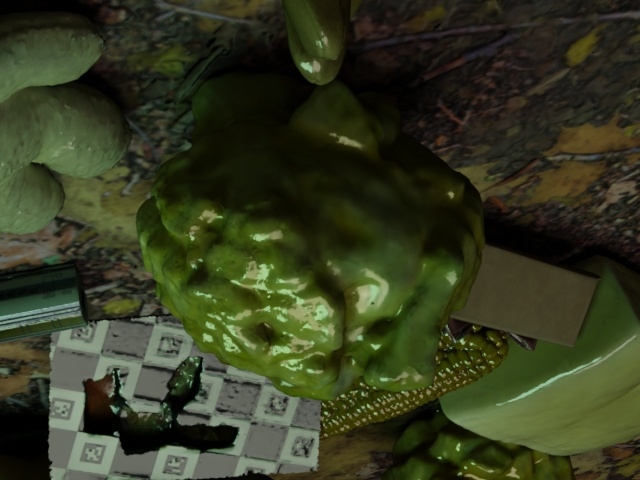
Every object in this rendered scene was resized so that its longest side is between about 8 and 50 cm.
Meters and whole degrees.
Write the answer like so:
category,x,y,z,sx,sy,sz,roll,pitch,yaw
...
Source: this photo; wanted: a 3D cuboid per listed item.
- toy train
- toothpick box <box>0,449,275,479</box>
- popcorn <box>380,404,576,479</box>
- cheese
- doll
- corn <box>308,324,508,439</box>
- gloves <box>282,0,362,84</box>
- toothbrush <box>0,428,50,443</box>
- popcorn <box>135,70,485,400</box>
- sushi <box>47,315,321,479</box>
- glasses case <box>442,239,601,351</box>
category,x,y,z,sx,sy,sz,roll,pitch,yaw
toy train,-0.330,0.072,1.010,0.251,0.048,0.055,-11,148,-4
toothpick box,-0.215,0.419,1.279,0.425,0.409,0.409,16,139,-32
popcorn,0.202,0.325,1.491,0.286,0.215,0.252,0,142,-29
cheese,0.292,0.140,1.301,0.242,0.124,0.265,-35,144,27
doll,-0.239,-0.082,0.741,0.149,0.175,0.278,17,171,25
corn,0.062,0.142,1.232,0.313,0.102,0.102,-31,146,28
gloves,0.046,-0.229,0.567,0.154,0.141,0.331,-21,151,-45
toothbrush,-0.293,0.213,1.294,0.167,0.014,0.011,-8,158,-9
popcorn,0.000,0.000,0.826,0.256,0.255,0.195,-6,151,-26
sushi,-0.136,0.154,1.183,0.279,0.043,0.193,-3,110,-17
glasses case,0.172,0.055,1.127,0.193,0.070,0.102,15,98,-36
